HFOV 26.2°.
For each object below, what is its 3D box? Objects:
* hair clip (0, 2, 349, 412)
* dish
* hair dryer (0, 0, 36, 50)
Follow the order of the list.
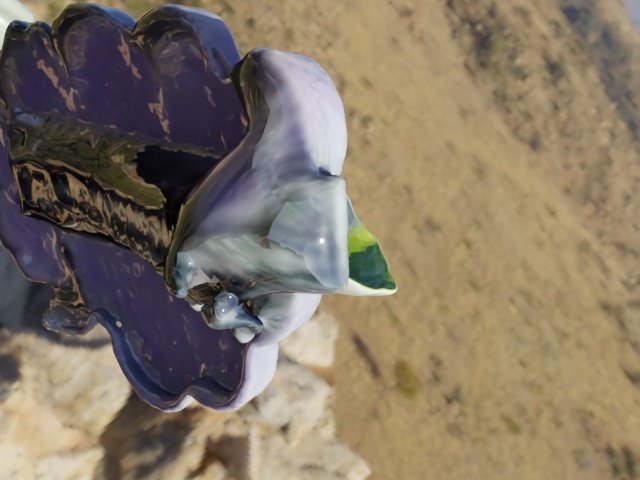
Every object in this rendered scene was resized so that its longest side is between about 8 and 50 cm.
[{"bbox_3d":[-0.059,-0.006,0.400,0.052,0.124,0.195,-12,15,-36],"label":"hair clip"},{"bbox_3d":[0.000,0.000,1.010,0.091,0.039,0.137,26,27,-31],"label":"dish"},{"bbox_3d":[-0.213,-0.174,0.710,0.267,0.229,0.092,17,64,-10],"label":"hair dryer"}]
